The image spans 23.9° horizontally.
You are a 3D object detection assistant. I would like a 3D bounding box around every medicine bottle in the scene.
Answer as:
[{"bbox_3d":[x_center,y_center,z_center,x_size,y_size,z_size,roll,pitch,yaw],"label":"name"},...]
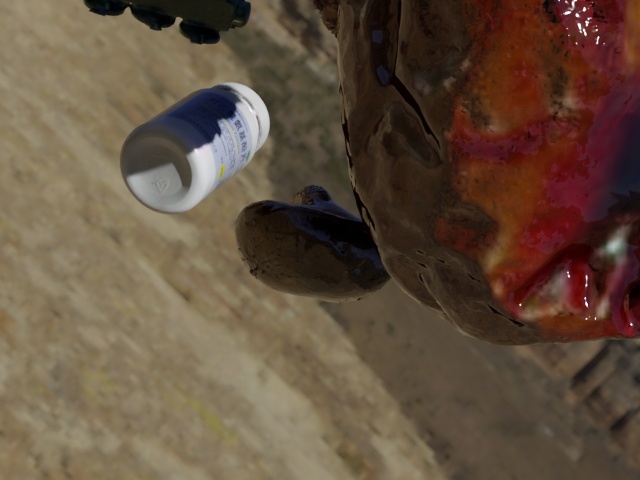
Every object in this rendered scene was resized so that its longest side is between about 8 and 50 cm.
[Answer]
[{"bbox_3d":[-0.131,-0.104,1.634,0.103,0.103,0.186,44,31,2],"label":"medicine bottle"}]

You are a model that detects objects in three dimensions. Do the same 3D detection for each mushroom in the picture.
[{"bbox_3d":[0.000,0.000,1.107,0.127,0.087,0.127,7,-5,1],"label":"mushroom"}]

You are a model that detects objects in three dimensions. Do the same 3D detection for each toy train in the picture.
[{"bbox_3d":[-0.146,-0.241,1.390,0.170,0.071,0.111,16,32,-11],"label":"toy train"}]

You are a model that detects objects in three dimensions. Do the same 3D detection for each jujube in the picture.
[{"bbox_3d":[0.149,-0.129,0.930,0.276,0.377,0.276,0,6,0],"label":"jujube"}]

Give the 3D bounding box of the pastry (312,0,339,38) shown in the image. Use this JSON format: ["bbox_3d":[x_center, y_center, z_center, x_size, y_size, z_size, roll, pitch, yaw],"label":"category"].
[{"bbox_3d":[0.059,-0.175,1.229,0.169,0.087,0.063,44,-2,-9],"label":"pastry"}]
